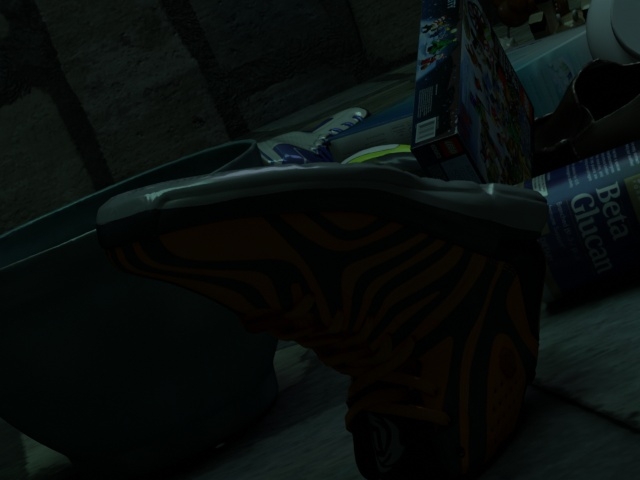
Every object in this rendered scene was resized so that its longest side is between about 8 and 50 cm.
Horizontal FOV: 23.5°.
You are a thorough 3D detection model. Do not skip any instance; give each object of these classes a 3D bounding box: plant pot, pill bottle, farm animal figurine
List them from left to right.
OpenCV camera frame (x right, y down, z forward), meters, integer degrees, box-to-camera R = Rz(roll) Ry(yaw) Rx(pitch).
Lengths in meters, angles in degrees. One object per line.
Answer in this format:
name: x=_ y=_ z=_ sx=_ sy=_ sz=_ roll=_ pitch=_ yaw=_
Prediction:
plant pot: x=-0.148 y=0.067 z=1.210 sx=0.293 sy=0.196 sz=0.293 roll=-22 pitch=9 yaw=4
farm animal figurine: x=0.372 y=-0.272 z=2.018 sx=0.330 sy=0.172 sz=0.327 roll=-6 pitch=30 yaw=34
pill bottle: x=0.229 y=-0.023 z=1.142 sx=0.169 sy=0.094 sz=0.094 roll=-21 pitch=10 yaw=15
pill bottle: x=0.339 y=-0.201 z=1.517 sx=0.146 sy=0.146 sz=0.264 roll=-21 pitch=-7 yaw=12

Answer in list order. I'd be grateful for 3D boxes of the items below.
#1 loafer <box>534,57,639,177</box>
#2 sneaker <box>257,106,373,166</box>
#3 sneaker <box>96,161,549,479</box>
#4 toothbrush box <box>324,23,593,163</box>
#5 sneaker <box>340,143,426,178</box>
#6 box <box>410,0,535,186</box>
loafer: x=0.277 y=-0.108 z=1.390 sx=0.134 sy=0.130 sz=0.366 roll=-26 pitch=10 yaw=-18
sneaker: x=0.005 y=-0.108 z=2.016 sx=0.182 sy=0.127 sz=0.315 roll=-25 pitch=8 yaw=-3
sneaker: x=0.021 y=0.054 z=0.874 sx=0.321 sy=0.180 sz=0.124 roll=3 pitch=-7 yaw=-38
toothbrush box: x=0.189 y=-0.128 z=1.707 sx=0.216 sy=0.126 sz=0.295 roll=-13 pitch=14 yaw=47
sneaker: x=0.000 y=0.000 z=1.576 sx=0.300 sy=0.111 sz=0.121 roll=-26 pitch=19 yaw=16
box: x=0.135 y=-0.097 z=1.321 sx=0.044 sy=0.159 sz=0.233 roll=-19 pitch=36 yaw=22
